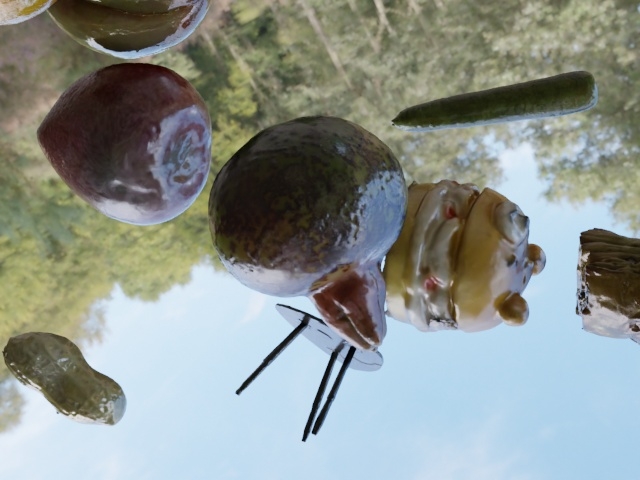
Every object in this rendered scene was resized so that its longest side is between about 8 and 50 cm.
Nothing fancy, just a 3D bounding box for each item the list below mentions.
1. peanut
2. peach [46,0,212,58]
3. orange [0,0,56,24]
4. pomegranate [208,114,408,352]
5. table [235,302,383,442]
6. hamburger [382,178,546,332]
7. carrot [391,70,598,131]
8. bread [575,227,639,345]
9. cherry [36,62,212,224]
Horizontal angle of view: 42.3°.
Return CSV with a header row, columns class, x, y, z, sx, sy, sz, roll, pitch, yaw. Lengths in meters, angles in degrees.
class,x,y,z,sx,sy,sz,roll,pitch,yaw
peanut,-0.588,0.322,1.922,0.149,0.313,0.149,-50,-178,2
peach,-0.287,-0.406,1.201,0.292,0.292,0.247,-18,-149,35
orange,-0.398,-0.356,1.019,0.178,0.177,0.155,-24,-178,16
pomegranate,0.000,0.000,0.830,0.214,0.247,0.214,-23,174,-3
table,-0.044,0.342,2.074,0.249,0.317,0.317,-58,-156,-19
hamburger,0.242,0.034,1.369,0.237,0.276,0.276,10,-150,22
carrot,0.303,-0.235,1.457,0.359,0.074,0.074,-9,-162,11
bread,0.710,0.131,1.856,0.325,0.277,0.167,22,-126,34
cherry,-0.276,-0.146,1.205,0.206,0.239,0.239,-29,-168,-39
